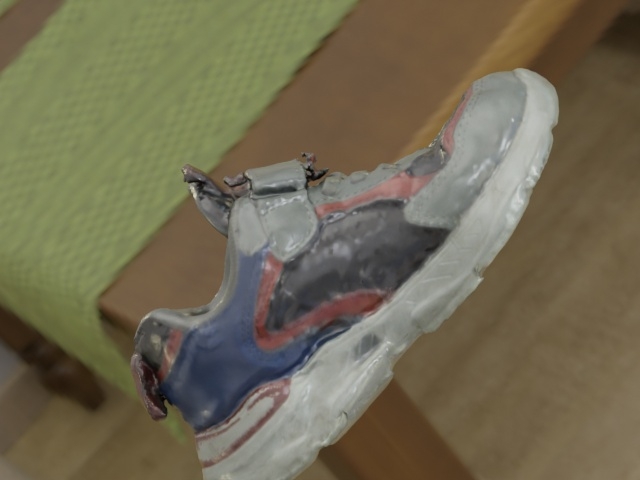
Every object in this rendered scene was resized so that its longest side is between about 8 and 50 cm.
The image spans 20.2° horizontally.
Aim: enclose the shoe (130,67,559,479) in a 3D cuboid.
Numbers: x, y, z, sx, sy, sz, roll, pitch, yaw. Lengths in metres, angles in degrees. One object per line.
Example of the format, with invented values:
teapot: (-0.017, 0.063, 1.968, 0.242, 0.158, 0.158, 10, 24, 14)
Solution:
shoe: (0.000, 0.000, 0.766, 0.227, 0.125, 0.099, -50, -2, -2)
